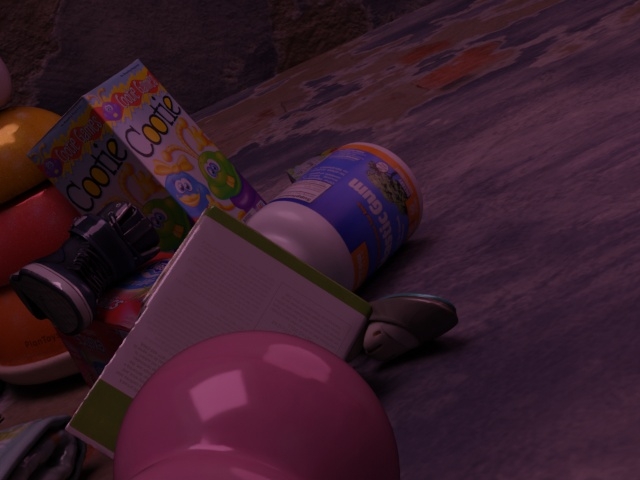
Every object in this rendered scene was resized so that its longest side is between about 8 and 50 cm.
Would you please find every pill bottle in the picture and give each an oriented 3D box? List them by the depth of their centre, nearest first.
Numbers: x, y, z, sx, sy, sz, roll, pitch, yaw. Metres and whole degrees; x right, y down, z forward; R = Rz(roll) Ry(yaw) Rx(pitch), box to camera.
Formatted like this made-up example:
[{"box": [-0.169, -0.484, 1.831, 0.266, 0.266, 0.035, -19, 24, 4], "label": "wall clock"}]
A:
[{"box": [0.000, 0.000, 1.271, 0.152, 0.152, 0.272, -9, 23, 41], "label": "pill bottle"}]

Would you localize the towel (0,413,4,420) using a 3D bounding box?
[{"box": [-0.471, 0.257, 1.391, 0.083, 0.009, 0.060, -16, 18, 28], "label": "towel"}]

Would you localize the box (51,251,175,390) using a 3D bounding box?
[{"box": [-0.179, 0.113, 1.183, 0.142, 0.154, 0.300, -33, 18, -27], "label": "box"}]

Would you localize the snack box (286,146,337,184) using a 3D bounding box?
[{"box": [0.002, -0.118, 1.816, 0.100, 0.037, 0.141, -28, 17, -5], "label": "snack box"}]

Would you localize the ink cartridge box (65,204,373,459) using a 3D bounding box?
[{"box": [-0.095, 0.124, 0.960, 0.255, 0.189, 0.097, -59, 4, -30], "label": "ink cartridge box"}]

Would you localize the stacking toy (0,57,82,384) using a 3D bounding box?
[{"box": [-0.402, -0.070, 1.467, 0.351, 0.479, 0.350, -22, 17, 7], "label": "stacking toy"}]

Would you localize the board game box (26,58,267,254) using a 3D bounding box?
[{"box": [-0.221, -0.075, 1.374, 0.142, 0.275, 0.144, -36, 11, 36], "label": "board game box"}]

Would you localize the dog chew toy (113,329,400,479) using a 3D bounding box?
[{"box": [-0.062, 0.209, 0.678, 0.207, 0.206, 0.332, -17, 27, 23], "label": "dog chew toy"}]

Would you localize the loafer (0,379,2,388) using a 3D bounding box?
[{"box": [-0.539, 0.178, 1.587, 0.084, 0.096, 0.267, -32, 20, -5], "label": "loafer"}]

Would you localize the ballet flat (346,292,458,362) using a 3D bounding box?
[{"box": [0.054, 0.098, 1.081, 0.213, 0.072, 0.068, -5, 53, 49], "label": "ballet flat"}]

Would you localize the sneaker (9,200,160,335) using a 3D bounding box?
[{"box": [-0.241, 0.023, 1.126, 0.163, 0.086, 0.226, -34, 18, -20], "label": "sneaker"}]

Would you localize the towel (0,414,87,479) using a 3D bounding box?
[{"box": [-0.444, 0.321, 1.031, 0.321, 0.090, 0.374, -15, 19, 26], "label": "towel"}]
